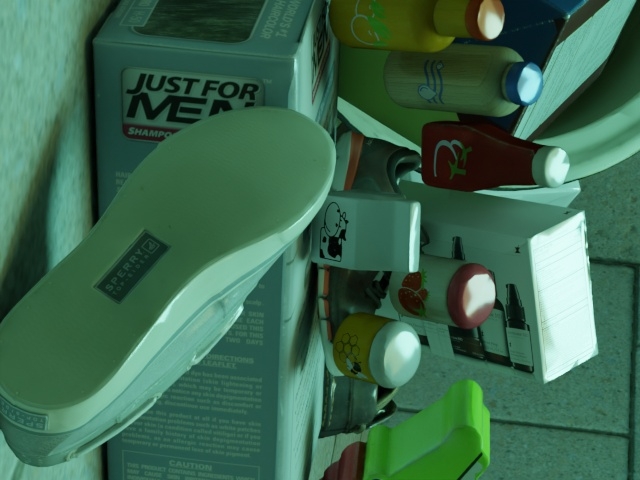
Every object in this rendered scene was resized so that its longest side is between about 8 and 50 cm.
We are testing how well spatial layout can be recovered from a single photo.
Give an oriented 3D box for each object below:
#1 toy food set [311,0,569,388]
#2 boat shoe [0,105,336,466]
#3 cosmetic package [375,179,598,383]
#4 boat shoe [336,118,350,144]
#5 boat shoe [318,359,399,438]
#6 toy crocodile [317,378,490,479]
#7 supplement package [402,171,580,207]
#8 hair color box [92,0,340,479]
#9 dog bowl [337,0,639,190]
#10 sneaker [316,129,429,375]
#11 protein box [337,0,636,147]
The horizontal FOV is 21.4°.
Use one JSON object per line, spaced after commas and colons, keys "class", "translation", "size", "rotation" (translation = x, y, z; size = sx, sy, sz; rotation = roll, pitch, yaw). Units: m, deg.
{"class": "toy food set", "translation": [0.071, -0.029, 0.952], "size": [0.111, 0.104, 0.232], "rotation": [-6, 101, -44]}
{"class": "boat shoe", "translation": [-0.077, 0.020, 0.820], "size": [0.227, 0.079, 0.081], "rotation": [-45, 164, -33]}
{"class": "cosmetic package", "translation": [0.067, 0.017, 1.107], "size": [0.060, 0.239, 0.099], "rotation": [-22, 112, -38]}
{"class": "boat shoe", "translation": [0.004, -0.109, 1.575], "size": [0.095, 0.095, 0.257], "rotation": [-65, -172, -30]}
{"class": "boat shoe", "translation": [0.026, 0.161, 1.855], "size": [0.355, 0.130, 0.132], "rotation": [-37, 133, -81]}
{"class": "toy crocodile", "translation": [0.000, 0.221, 1.153], "size": [0.340, 0.105, 0.115], "rotation": [-51, -168, 28]}
{"class": "supplement package", "translation": [0.120, -0.139, 1.693], "size": [0.177, 0.175, 0.293], "rotation": [119, -36, -62]}
{"class": "hair color box", "translation": [-0.058, 0.015, 1.030], "size": [0.185, 0.113, 0.374], "rotation": [-74, 169, -58]}
{"class": "dog bowl", "translation": [0.133, -0.246, 1.358], "size": [0.150, 0.408, 0.408], "rotation": [-165, -99, -76]}
{"class": "sneaker", "translation": [0.033, 0.006, 1.026], "size": [0.061, 0.064, 0.158], "rotation": [83, 13, -71]}
{"class": "protein box", "translation": [0.090, -0.174, 1.100], "size": [0.201, 0.199, 0.136], "rotation": [-41, 160, -50]}
